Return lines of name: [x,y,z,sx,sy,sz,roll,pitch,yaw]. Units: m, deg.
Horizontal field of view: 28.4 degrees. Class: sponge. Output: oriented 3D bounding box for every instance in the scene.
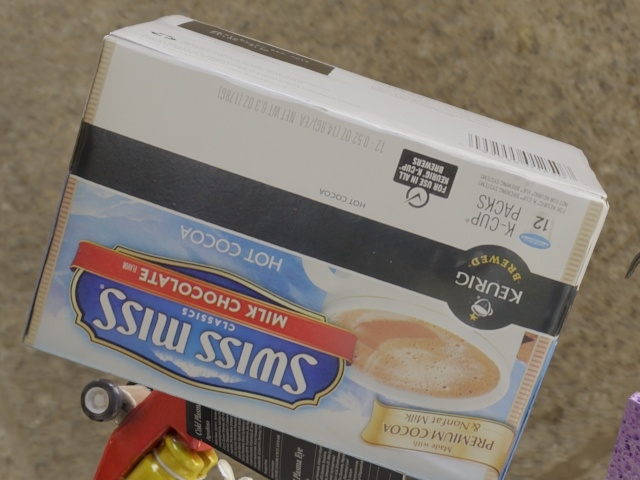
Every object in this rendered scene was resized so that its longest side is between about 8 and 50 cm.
sponge: [0.430,0.311,1.641,0.117,0.031,0.210,27,120,33]

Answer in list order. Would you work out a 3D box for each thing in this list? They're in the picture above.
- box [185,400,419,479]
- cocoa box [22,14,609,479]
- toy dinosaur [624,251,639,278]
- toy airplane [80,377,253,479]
box: [0.048,0.156,1.620,0.312,0.179,0.343,25,48,20]
cocoa box: [0.000,0.000,0.926,0.347,0.231,0.228,19,104,2]
toy dinosaur: [0.541,-0.003,1.587,0.313,0.160,0.121,-36,67,8]
toy airplane: [-0.243,0.402,1.753,0.272,0.384,0.386,24,50,21]
